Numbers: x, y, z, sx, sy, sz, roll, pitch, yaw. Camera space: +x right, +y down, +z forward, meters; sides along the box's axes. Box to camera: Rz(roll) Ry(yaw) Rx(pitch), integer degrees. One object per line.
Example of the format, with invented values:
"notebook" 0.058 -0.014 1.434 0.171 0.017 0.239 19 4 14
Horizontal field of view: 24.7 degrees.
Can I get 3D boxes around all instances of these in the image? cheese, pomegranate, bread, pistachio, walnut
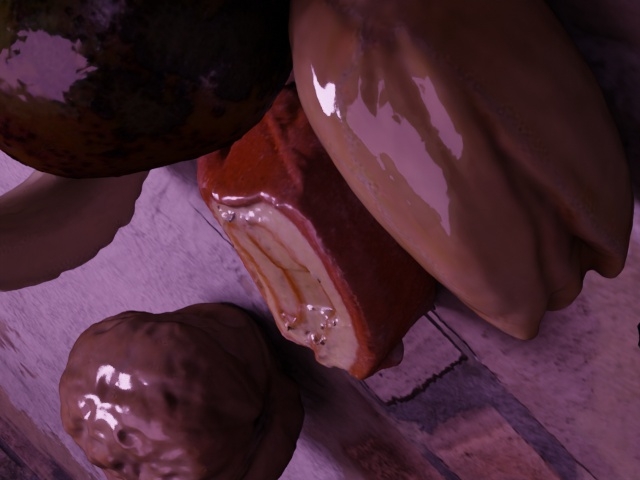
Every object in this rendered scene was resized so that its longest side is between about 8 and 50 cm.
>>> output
"cheese" -0.318 -0.128 1.343 0.153 0.292 0.332 14 129 50
"pomegranate" -0.127 -0.167 1.048 0.285 0.285 0.341 36 -175 21
"bread" 0.008 0.002 1.206 0.190 0.123 0.244 8 137 52
"pistachio" 0.085 -0.079 0.912 0.293 0.162 0.181 51 -178 -11
"walnut" -0.154 0.184 1.619 0.273 0.273 0.227 7 101 55

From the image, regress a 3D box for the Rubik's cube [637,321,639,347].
"Rubik's cube" 0.314 0.008 0.566 0.250 0.246 0.248 43 155 7
